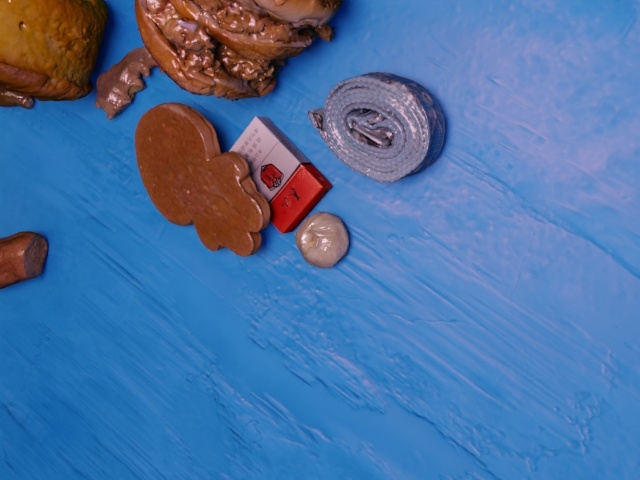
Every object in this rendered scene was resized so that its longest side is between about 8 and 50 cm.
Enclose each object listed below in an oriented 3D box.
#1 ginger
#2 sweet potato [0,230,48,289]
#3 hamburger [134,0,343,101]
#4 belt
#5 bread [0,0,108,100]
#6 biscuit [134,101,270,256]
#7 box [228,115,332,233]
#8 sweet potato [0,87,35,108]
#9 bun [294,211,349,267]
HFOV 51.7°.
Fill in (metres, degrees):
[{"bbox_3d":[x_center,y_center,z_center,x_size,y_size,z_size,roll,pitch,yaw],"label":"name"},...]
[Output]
[{"bbox_3d":[-0.307,-0.268,1.079,0.173,0.051,0.069,-31,86,25],"label":"ginger"},{"bbox_3d":[-0.596,0.051,1.220,0.251,0.097,0.097,-20,87,28],"label":"sweet potato"},{"bbox_3d":[-0.104,-0.322,0.897,0.211,0.260,0.245,-47,32,36],"label":"hamburger"},{"bbox_3d":[0.086,-0.158,0.900,0.147,0.082,0.163,-40,83,33],"label":"belt"},{"bbox_3d":[-0.498,-0.361,0.988,0.336,0.358,0.204,32,102,16],"label":"bread"},{"bbox_3d":[-0.185,-0.092,1.017,0.288,0.044,0.202,34,128,23],"label":"biscuit"},{"bbox_3d":[-0.069,-0.098,0.994,0.152,0.048,0.100,48,115,15],"label":"box"},{"bbox_3d":[-0.616,-0.314,1.207,0.081,0.062,0.233,-42,81,20],"label":"sweet potato"},{"bbox_3d":[0.000,0.000,0.969,0.086,0.055,0.086,2,96,24],"label":"bun"}]
